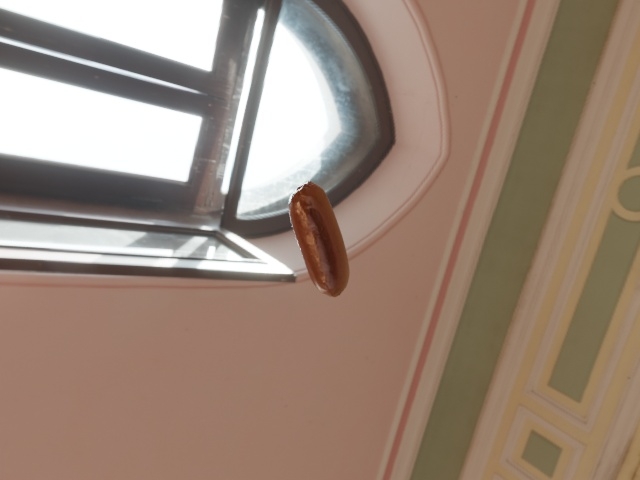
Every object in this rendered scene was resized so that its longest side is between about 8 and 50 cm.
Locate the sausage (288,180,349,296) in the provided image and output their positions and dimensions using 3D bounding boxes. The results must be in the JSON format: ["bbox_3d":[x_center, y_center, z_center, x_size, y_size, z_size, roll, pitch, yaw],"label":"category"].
[{"bbox_3d":[0.000,0.000,0.816,0.077,0.077,0.194,9,-58,51],"label":"sausage"}]
